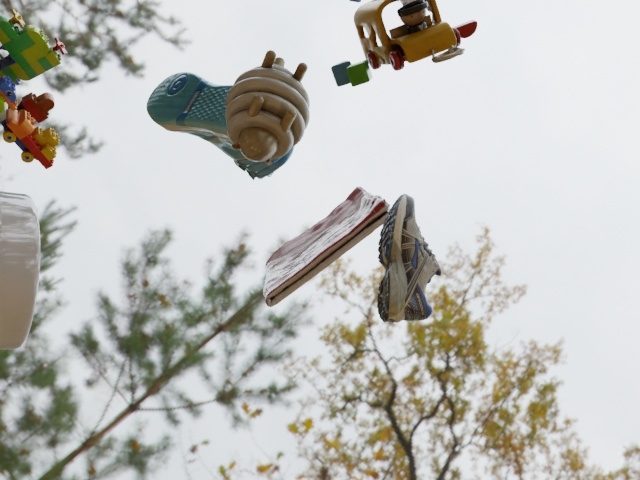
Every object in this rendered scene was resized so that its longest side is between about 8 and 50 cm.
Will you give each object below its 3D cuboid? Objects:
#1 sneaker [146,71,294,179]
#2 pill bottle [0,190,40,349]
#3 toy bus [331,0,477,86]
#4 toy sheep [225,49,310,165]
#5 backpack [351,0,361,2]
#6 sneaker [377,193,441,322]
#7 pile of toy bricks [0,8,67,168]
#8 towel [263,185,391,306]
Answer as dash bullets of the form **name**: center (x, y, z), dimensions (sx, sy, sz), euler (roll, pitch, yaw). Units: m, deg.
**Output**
- **sneaker**: center (-0.184, -0.206, 1.432), dimensions (0.319, 0.127, 0.208), euler (24, -14, 41)
- **pill bottle**: center (-0.375, 0.018, 0.569), dimensions (0.160, 0.283, 0.160), euler (-11, -103, 56)
- **toy bus**: center (0.116, -0.301, 1.038), dimensions (0.202, 0.191, 0.104), euler (-9, -69, 34)
- **toy sheep**: center (-0.049, -0.129, 0.720), dimensions (0.091, 0.132, 0.091), euler (11, -34, 8)
- **backpack**: center (-0.013, -0.364, 0.857), dimensions (0.117, 0.173, 0.158), euler (134, -43, -75)
- **sneaker**: center (0.090, 0.019, 0.746), dimensions (0.058, 0.135, 0.052), euler (9, -20, -11)
- **pile of toy bricks**: center (-0.323, -0.189, 0.791), dimensions (0.212, 0.105, 0.118), euler (61, 3, -46)
- **towel**: center (0.000, 0.000, 1.234), dimensions (0.037, 0.237, 0.329), euler (52, 2, -7)
